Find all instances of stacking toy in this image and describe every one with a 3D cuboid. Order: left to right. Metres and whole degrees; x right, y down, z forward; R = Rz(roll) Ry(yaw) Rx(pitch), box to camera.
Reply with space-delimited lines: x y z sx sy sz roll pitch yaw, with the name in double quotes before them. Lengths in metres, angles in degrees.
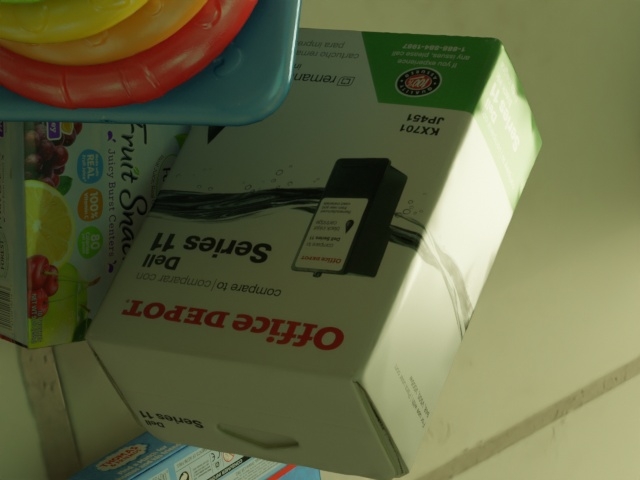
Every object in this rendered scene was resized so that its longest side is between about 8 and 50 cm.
"stacking toy" -0.118 -0.148 0.771 0.302 0.175 0.165 27 66 -77

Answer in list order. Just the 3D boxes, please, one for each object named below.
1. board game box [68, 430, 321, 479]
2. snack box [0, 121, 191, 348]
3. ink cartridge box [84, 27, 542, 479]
"board game box" -0.053 0.193 1.046 0.160 0.039 0.211 -28 116 -49
"snack box" -0.113 -0.023 0.975 0.100 0.037 0.141 -9 105 -39
"ink cartridge box" 0.000 0.000 0.956 0.208 0.153 0.087 -66 148 -31
